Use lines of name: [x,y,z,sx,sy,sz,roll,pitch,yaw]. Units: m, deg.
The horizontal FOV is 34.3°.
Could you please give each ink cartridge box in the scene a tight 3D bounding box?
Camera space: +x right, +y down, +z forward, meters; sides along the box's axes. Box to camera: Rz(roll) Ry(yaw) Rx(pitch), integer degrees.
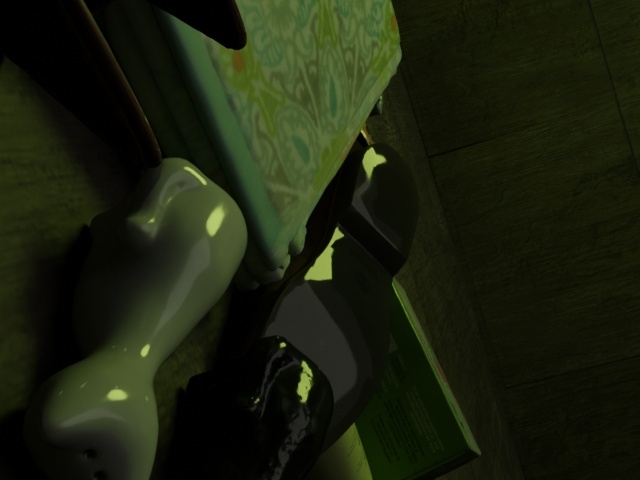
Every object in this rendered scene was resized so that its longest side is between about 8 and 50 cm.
ink cartridge box: [0.081,0.149,1.042,0.189,0.097,0.255,66,7,18]

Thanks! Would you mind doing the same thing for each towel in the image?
towel: [-0.060,-0.196,0.738,0.320,0.090,0.374,-63,142,-43]

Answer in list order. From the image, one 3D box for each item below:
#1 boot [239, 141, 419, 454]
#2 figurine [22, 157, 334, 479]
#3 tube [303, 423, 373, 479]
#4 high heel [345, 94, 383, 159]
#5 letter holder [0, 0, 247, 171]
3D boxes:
boot: [-0.014,0.054,0.810,0.112,0.115,0.305,51,41,-27]
figurine: [-0.071,0.096,0.536,0.209,0.092,0.215,-82,152,-55]
tube: [0.021,0.207,0.862,0.070,0.062,0.240,-52,141,-31]
high heel: [0.013,-0.113,1.261,0.186,0.093,0.261,30,51,-48]
letter holder: [-0.107,-0.205,0.398,0.214,0.152,0.302,39,-20,50]
